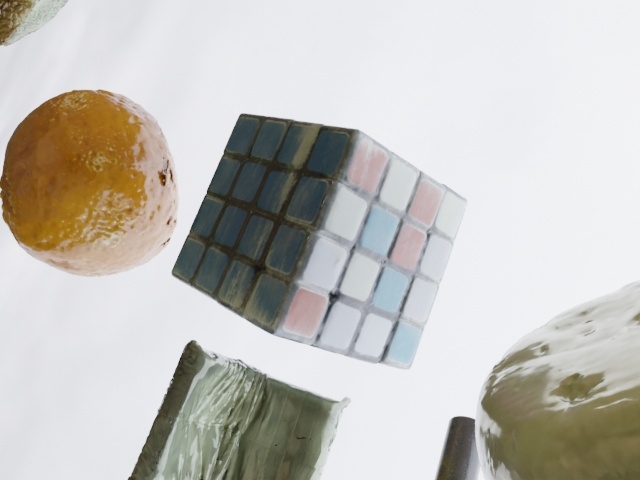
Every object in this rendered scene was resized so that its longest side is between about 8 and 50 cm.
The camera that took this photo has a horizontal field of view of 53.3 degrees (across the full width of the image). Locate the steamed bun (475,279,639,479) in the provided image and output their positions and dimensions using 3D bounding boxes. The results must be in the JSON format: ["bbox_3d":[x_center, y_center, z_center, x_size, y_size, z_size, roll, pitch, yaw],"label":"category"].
[{"bbox_3d":[0.299,0.171,0.526,0.312,0.334,0.233,-28,-90,31],"label":"steamed bun"}]

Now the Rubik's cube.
[{"bbox_3d":[0.000,0.000,0.861,0.256,0.253,0.258,18,-97,48],"label":"Rubik's cube"}]

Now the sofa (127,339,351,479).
[{"bbox_3d":[-0.100,0.266,0.853,0.226,0.176,0.210,20,-105,11],"label":"sofa"}]

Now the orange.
[{"bbox_3d":[-0.422,-0.099,1.160,0.341,0.293,0.340,27,-58,57],"label":"orange"}]

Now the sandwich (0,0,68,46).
[{"bbox_3d":[-0.307,-0.261,0.688,0.093,0.036,0.105,-35,-161,26],"label":"sandwich"}]

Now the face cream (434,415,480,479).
[{"bbox_3d":[0.225,0.438,1.092,0.073,0.073,0.283,-23,-150,42],"label":"face cream"}]
